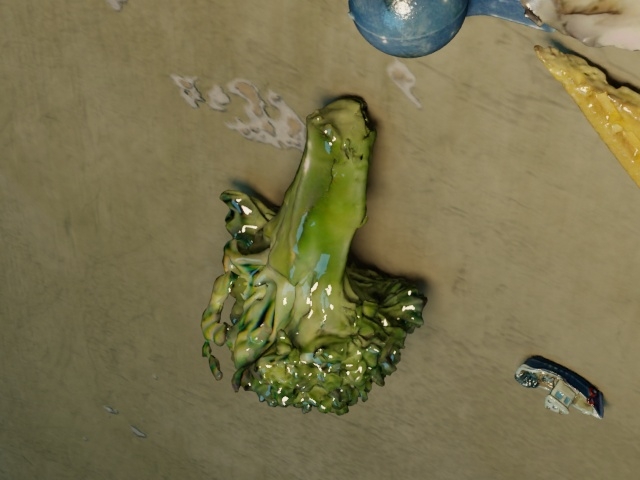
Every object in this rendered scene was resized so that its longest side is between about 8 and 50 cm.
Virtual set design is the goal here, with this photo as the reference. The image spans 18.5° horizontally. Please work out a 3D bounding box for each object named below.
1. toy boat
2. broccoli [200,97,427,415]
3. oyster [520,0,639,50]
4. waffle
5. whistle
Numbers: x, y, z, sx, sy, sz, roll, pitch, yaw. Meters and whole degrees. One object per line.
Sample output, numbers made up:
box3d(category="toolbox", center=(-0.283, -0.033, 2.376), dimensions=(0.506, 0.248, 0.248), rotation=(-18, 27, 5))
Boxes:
box3d(category="toy boat", center=(0.200, 0.127, 1.642), dimensions=(0.083, 0.038, 0.038), rotation=(26, 148, 16))
box3d(category="broccoli", center=(-0.007, -0.004, 1.604), dimensions=(0.198, 0.177, 0.274), rotation=(-133, 39, -60))
box3d(category="oyster", center=(0.207, -0.175, 1.155), dimensions=(0.275, 0.100, 0.271), rotation=(28, 153, -13))
box3d(category="waffle", center=(0.242, -0.074, 1.323), dimensions=(0.125, 0.032, 0.191), rotation=(-6, 133, 50))
box3d(category="whistle", center=(0.076, -0.159, 1.314), dimensions=(0.158, 0.090, 0.090), rotation=(19, 146, 26))
